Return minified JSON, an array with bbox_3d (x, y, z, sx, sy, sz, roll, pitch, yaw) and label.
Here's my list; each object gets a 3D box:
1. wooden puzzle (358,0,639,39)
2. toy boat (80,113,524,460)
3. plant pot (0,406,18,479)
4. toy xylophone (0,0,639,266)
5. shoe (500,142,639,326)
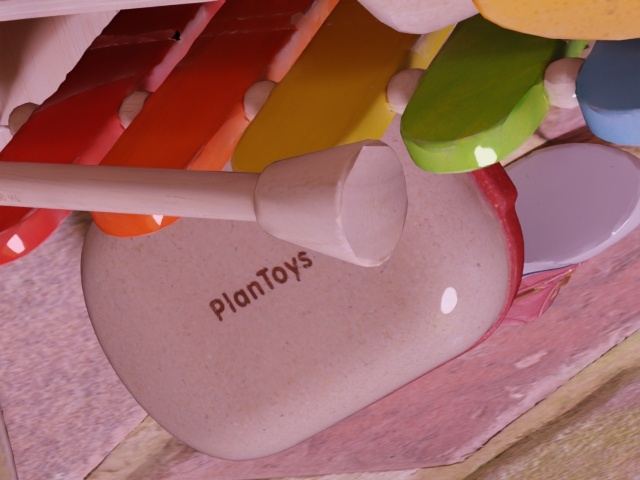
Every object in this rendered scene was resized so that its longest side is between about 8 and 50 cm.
[{"bbox_3d":[0.092,-0.130,0.229,0.322,0.080,0.348,-23,158,21],"label":"wooden puzzle"},{"bbox_3d":[0.000,0.000,0.874,0.231,0.151,0.151,-31,-179,34],"label":"toy boat"},{"bbox_3d":[-0.334,0.224,0.971,0.305,0.334,0.334,-4,157,3],"label":"plant pot"},{"bbox_3d":[-0.007,-0.061,0.545,0.323,0.236,0.081,6,135,41],"label":"toy xylophone"},{"bbox_3d":[0.117,0.000,1.005,0.178,0.063,0.081,-25,156,35],"label":"shoe"}]
